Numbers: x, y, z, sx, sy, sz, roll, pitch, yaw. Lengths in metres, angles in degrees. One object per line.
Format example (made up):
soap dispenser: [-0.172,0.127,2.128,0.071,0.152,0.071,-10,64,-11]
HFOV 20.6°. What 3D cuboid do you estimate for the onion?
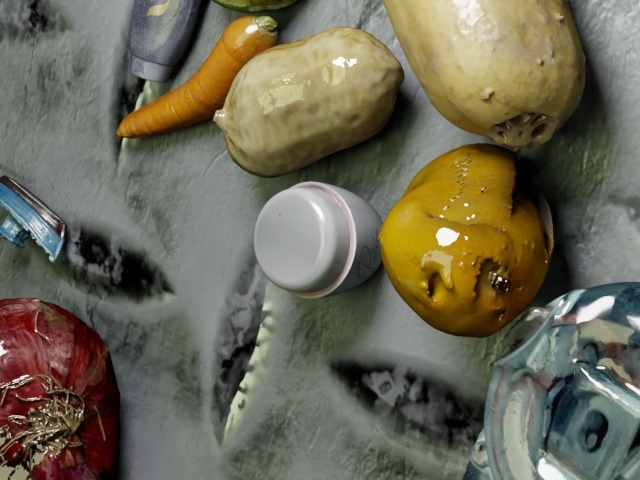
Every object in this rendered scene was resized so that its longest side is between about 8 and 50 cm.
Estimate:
onion: [-0.324,0.201,1.959,0.281,0.221,0.280,40,141,44]

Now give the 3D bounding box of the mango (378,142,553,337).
mango: [0.127,-0.005,1.606,0.248,0.156,0.151,-90,20,-59]

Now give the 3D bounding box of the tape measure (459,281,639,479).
tape measure: [0.264,0.172,1.531,0.256,0.147,0.275,34,111,33]

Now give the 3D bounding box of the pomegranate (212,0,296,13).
pomegranate: [-0.086,-0.318,1.830,0.169,0.122,0.143,66,153,16]

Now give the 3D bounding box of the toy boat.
toy boat: [-0.348,-0.022,2.071,0.137,0.060,0.061,36,92,27]

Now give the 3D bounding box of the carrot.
carrot: [-0.129,-0.160,1.904,0.271,0.066,0.062,-39,38,42]

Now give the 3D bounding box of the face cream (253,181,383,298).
face cream: [0.000,0.000,1.768,0.117,0.104,0.117,-1,89,39]

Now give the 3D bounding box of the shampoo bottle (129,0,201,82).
shampoo bottle: [-0.160,-0.290,1.933,0.087,0.049,0.233,26,105,38]

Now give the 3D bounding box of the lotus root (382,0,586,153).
lotus root: [0.136,-0.243,1.623,0.151,0.169,0.342,-29,71,28]

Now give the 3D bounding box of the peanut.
peanut: [-0.013,-0.143,1.767,0.224,0.129,0.129,-25,74,33]
